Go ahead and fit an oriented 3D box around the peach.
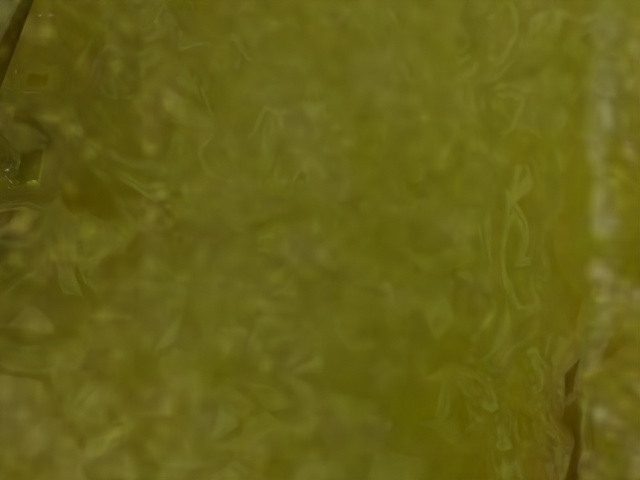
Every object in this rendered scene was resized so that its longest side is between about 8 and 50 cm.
[{"bbox_3d":[0.000,0.000,0.491,0.339,0.416,0.353,4,-30,-18],"label":"peach"}]
